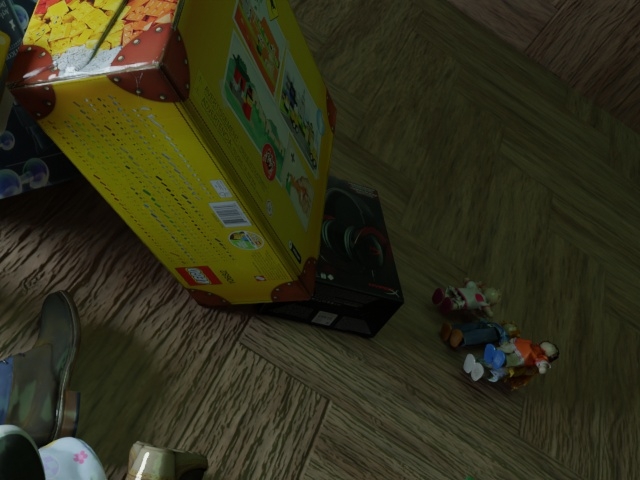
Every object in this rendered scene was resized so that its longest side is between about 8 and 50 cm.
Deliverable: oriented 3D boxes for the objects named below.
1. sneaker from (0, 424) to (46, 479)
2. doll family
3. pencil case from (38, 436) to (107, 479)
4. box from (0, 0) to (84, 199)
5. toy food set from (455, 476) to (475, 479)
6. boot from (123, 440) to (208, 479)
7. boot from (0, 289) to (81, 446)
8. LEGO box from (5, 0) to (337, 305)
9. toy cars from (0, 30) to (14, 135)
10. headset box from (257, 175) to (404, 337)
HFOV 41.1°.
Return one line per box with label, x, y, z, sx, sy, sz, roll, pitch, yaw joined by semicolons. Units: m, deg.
sneaker;-0.263;0.319;0.753;0.104;0.147;0.296;10;84;-46
doll family;0.309;0.181;1.521;0.163;0.118;0.263;0;32;-30
pencil case;-0.348;0.294;0.862;0.124;0.114;0.273;30;30;36
box;-0.418;-0.272;1.157;0.293;0.212;0.396;-26;111;-50
toy food set;0.220;0.394;1.278;0.083;0.020;0.082;-14;60;-45
boot;-0.194;0.333;0.945;0.090;0.248;0.207;11;76;1
boot;-0.353;0.146;1.038;0.106;0.082;0.219;13;45;-32
LEGO box;-0.152;-0.192;1.159;0.500;0.193;0.373;61;30;-52
toy cars;-0.449;-0.079;0.966;0.087;0.394;0.176;29;16;-39
headset box;0.000;0.000;1.443;0.218;0.110;0.293;16;42;-25
